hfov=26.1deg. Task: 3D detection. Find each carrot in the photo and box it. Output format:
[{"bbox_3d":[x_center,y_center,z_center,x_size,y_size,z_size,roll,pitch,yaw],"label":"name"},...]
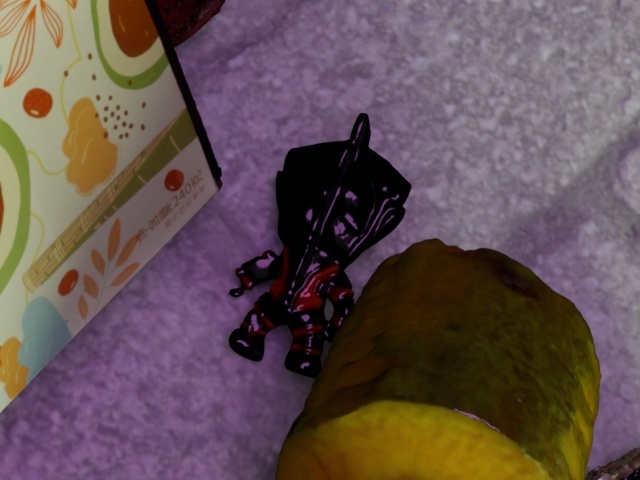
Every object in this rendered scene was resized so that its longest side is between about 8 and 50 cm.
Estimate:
[{"bbox_3d":[0.098,0.170,1.133,0.241,0.241,0.341,29,47,-5],"label":"carrot"}]

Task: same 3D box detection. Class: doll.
[{"bbox_3d":[-0.001,0.000,1.280,0.127,0.088,0.249,19,80,-10],"label":"doll"}]

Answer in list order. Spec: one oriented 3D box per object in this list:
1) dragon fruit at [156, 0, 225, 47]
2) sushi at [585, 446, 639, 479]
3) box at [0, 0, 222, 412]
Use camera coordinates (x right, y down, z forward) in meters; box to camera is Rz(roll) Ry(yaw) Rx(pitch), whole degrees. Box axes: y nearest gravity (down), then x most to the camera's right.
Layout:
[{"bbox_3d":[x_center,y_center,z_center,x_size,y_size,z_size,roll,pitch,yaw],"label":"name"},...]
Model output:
[{"bbox_3d":[-0.189,-0.229,1.298,0.161,0.120,0.127,-49,135,6],"label":"dragon fruit"},{"bbox_3d":[0.282,0.244,1.287,0.150,0.090,0.078,-26,80,-15],"label":"sushi"},{"bbox_3d":[-0.279,-0.053,1.068,0.122,0.345,0.385,25,59,33],"label":"box"}]
